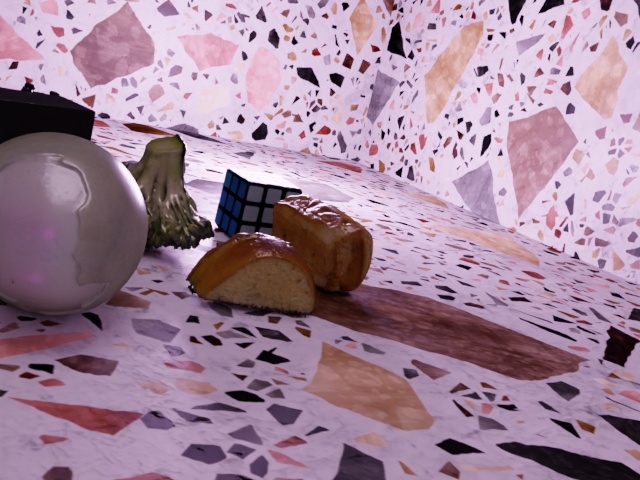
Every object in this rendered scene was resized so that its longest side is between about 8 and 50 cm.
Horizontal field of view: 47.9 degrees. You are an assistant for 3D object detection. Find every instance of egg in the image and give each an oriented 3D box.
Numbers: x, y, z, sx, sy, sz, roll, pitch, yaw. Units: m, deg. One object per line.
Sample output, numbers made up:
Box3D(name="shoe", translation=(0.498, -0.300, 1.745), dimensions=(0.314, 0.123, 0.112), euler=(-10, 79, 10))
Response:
Box3D(name="egg", translation=(-0.404, -0.025, 1.093), dimensions=(0.279, 0.278, 0.336), euler=(8, 6, -23))

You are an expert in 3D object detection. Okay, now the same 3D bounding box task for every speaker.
Box3D(name="speaker", translation=(-0.680, -0.211, 1.669), dimensions=(0.184, 0.253, 0.232), euler=(25, 18, 39))

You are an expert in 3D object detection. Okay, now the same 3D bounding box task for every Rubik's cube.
Box3D(name="Rubik's cube", translation=(-0.164, -0.086, 1.865), dimensions=(0.163, 0.162, 0.161), euler=(4, 16, -30))

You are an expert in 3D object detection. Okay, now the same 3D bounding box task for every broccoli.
Box3D(name="broccoli", translation=(-0.359, -0.103, 1.558), dimensions=(0.288, 0.245, 0.248), euler=(9, 22, 3))

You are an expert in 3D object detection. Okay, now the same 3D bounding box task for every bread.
Box3D(name="bread", translation=(-0.114, 0.057, 1.374), dimensions=(0.260, 0.133, 0.129), euler=(8, 15, -23))
Box3D(name="bread", translation=(0.000, 0.000, 1.652), dimensions=(0.132, 0.166, 0.294), euler=(4, 16, -36))

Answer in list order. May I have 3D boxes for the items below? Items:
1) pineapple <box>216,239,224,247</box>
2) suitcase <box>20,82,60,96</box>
Box3D(name="pineapple", translation=(-0.217, 0.021, 1.672), dimensions=(0.083, 0.019, 0.045), euler=(27, 15, 36))
Box3D(name="suitcase", translation=(-0.736, -0.275, 1.898), dimensions=(0.143, 0.193, 0.235), euler=(17, -19, -6))
